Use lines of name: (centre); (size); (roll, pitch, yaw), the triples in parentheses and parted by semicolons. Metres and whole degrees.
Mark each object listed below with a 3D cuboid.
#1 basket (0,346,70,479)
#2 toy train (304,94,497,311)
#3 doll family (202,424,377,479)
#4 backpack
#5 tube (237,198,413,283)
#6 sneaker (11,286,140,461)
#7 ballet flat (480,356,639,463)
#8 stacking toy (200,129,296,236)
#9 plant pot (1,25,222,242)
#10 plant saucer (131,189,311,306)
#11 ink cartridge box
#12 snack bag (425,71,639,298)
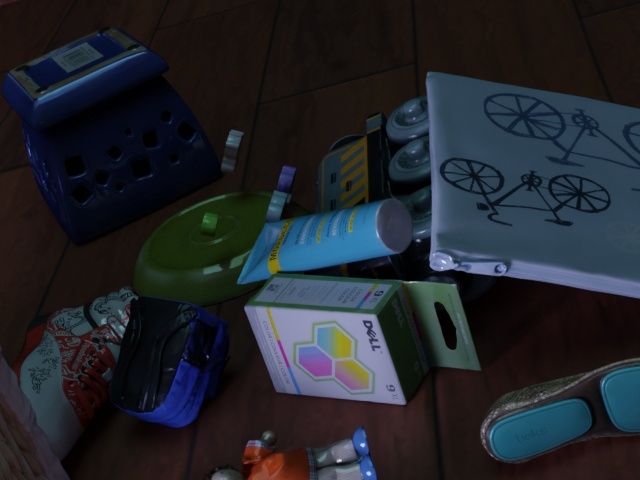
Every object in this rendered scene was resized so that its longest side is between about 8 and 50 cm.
basket: (-0.448, 0.209, 1.094); (0.328, 0.331, 0.266); (-9, 32, 17)
toy train: (0.077, -0.029, 1.380); (0.190, 0.142, 0.334); (-21, 34, 15)
doll family: (-0.017, 0.275, 0.970); (0.163, 0.118, 0.263); (-14, 46, -3)
backpack: (-0.149, 0.130, 1.293); (0.098, 0.101, 0.120); (3, 67, 42)
tube: (0.000, 0.000, 1.266); (0.207, 0.052, 0.080); (-12, 39, 45)
sneaker: (-0.239, 0.132, 1.340); (0.145, 0.090, 0.270); (-21, 22, 1)
ballet flat: (0.235, 0.134, 1.084); (0.206, 0.073, 0.067); (-13, 14, 5)
stacking toy: (-0.046, -0.053, 1.522); (0.167, 0.052, 0.221); (13, 32, -1)
plant pot: (-0.306, -0.164, 1.788); (0.236, 0.212, 0.236); (-28, 30, -14)
plant saucer: (-0.127, 0.000, 1.571); (0.241, 0.037, 0.241); (-14, 29, 8)
ink cartridge box: (0.039, 0.095, 1.224); (0.209, 0.109, 0.062); (2, 35, 33)
snack bag: (0.263, -0.048, 1.271); (0.323, 0.037, 0.342); (10, 38, -4)
